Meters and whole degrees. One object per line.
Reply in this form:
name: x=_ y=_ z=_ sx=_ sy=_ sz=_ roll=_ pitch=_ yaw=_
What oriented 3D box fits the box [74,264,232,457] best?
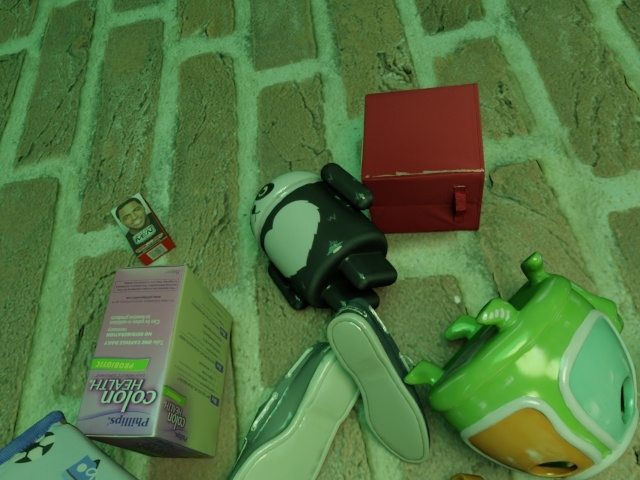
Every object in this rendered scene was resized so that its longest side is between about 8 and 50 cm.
box: x=-0.237 y=0.192 z=0.804 sx=0.117 sy=0.213 sz=0.242 roll=-3 pitch=61 yaw=10

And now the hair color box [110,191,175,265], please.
hair color box: x=-0.358 y=-0.024 z=1.052 sx=0.072 sy=0.043 sz=0.141 roll=-36 pitch=59 yaw=-8

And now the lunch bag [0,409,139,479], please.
lunch bag: x=-0.251 y=0.444 z=0.596 sx=0.328 sy=0.385 sz=0.239 roll=25 pitch=34 yaw=24

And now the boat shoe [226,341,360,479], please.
boat shoe: x=-0.051 y=0.291 z=0.792 sx=0.319 sy=0.116 sz=0.099 roll=-54 pitch=28 yaw=-13

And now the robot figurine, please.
robot figurine: x=-0.002 y=0.002 z=0.880 sx=0.209 sy=0.173 sz=0.278 roll=-39 pitch=60 yaw=-7

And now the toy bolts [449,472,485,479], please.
toy bolts: x=0.240 y=0.390 z=0.611 sx=0.159 sy=0.228 sz=0.218 roll=24 pitch=46 yaw=-1

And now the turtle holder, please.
turtle holder: x=0.293 y=0.174 z=0.716 sx=0.227 sy=0.320 sz=0.243 roll=46 pitch=112 yaw=13

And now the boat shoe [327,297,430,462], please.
boat shoe: x=0.093 y=0.202 z=0.756 sx=0.095 sy=0.254 sz=0.079 roll=-27 pitch=8 yaw=32

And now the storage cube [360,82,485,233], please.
storage cube: x=0.180 y=-0.138 z=0.922 sx=0.193 sy=0.183 sz=0.214 roll=-2 pitch=61 yaw=12
